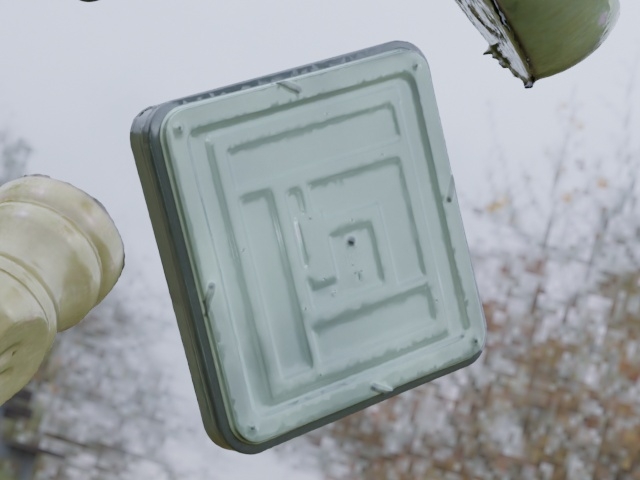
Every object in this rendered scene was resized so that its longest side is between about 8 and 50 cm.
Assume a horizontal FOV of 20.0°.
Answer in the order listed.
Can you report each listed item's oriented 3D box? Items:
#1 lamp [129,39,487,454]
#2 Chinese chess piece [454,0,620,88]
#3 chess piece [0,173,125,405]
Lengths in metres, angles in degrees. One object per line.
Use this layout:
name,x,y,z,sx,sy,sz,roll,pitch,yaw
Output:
lamp,0.000,0.000,1.382,0.269,0.266,0.047,-19,10,-36
Chinese chess piece,0.210,-0.354,2.184,0.349,0.146,0.349,54,1,-1
chess piece,-0.183,0.053,0.953,0.090,0.200,0.090,11,-53,16
